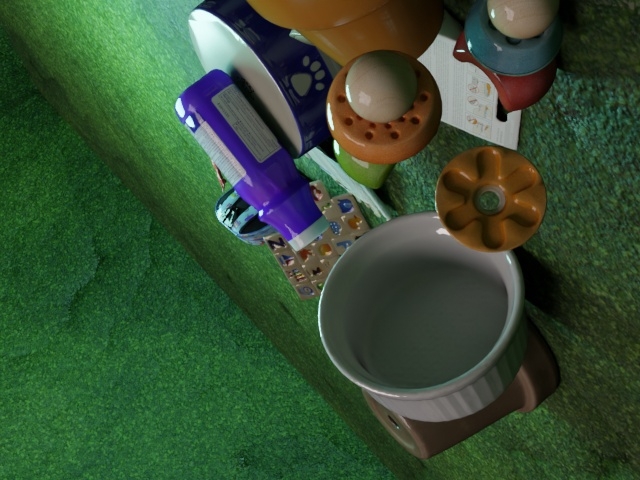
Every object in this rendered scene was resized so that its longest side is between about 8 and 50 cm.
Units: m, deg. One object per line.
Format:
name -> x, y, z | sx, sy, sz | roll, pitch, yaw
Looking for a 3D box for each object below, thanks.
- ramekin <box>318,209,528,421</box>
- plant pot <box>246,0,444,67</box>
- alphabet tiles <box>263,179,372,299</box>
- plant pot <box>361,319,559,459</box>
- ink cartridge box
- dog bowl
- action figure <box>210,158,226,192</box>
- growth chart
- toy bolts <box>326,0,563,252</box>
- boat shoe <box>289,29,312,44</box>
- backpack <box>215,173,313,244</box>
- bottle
ramekin -> 0.149, 0.109, 1.265 | 0.277, 0.277, 0.135 | 39, 169, 38
plant pot -> 0.031, -0.262, 0.900 | 0.205, 0.205, 0.188 | 40, 177, 34
alphabet tiles -> 0.000, 0.000, 1.663 | 0.198, 0.009, 0.237 | -15, 123, 24
plant pot -> 0.190, 0.204, 1.432 | 0.263, 0.229, 0.263 | 47, 165, 17
ink cartridge box -> 0.148, -0.188, 1.031 | 0.179, 0.045, 0.145 | 25, 155, 20
dog bowl -> -0.072, -0.251, 1.357 | 0.265, 0.104, 0.265 | 46, 164, 17
action figure -> -0.159, -0.187, 1.759 | 0.139, 0.091, 0.280 | 67, 166, 3
growth chart -> 0.020, -0.118, 1.508 | 0.237, 0.021, 0.172 | 41, 176, 34
toy bolts -> 0.141, -0.123, 0.814 | 0.218, 0.228, 0.158 | 42, 173, 12
boat shoe -> 0.019, -0.272, 1.124 | 0.081, 0.069, 0.227 | 9, -175, -16
backpack -> -0.101, -0.058, 1.758 | 0.158, 0.173, 0.117 | 38, 160, 38
bottle -> -0.096, -0.114, 1.367 | 0.283, 0.092, 0.118 | 52, 166, -4
